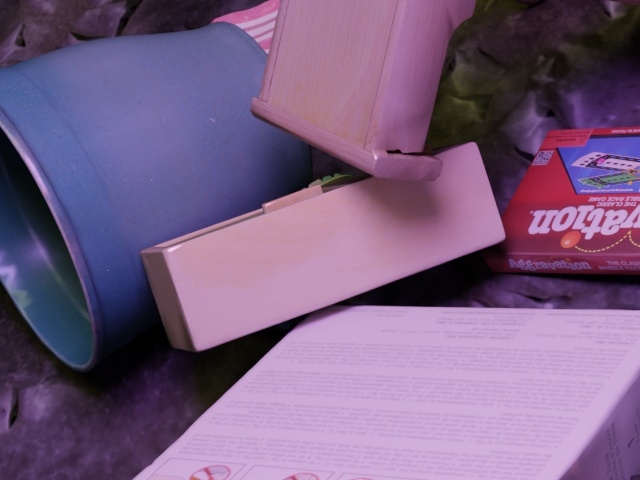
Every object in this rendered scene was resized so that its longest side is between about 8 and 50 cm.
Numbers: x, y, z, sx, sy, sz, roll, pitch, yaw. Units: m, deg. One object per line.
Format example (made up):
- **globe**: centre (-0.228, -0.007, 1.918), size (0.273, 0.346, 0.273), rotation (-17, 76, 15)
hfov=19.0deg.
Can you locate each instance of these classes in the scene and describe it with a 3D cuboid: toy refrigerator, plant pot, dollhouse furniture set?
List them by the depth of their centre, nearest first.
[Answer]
- **toy refrigerator**: centre (0.000, 0.000, 1.534), size (0.269, 0.094, 0.102), rotation (-19, 4, -15)
- **dollhouse furniture set**: centre (0.173, -0.187, 1.566), size (0.362, 0.394, 0.257), rotation (30, 111, 49)
- **plant pot**: centre (-0.158, -0.063, 1.675), size (0.255, 0.272, 0.271), rotation (-28, 36, -23)

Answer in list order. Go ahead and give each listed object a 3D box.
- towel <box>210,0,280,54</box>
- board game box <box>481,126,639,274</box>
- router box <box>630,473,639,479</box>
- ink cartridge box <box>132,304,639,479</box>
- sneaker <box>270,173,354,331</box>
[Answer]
- **towel**: centre (-0.040, -0.184, 1.895), size (0.144, 0.029, 0.197), rotation (-23, 40, 11)
- **board game box**: centre (0.272, -0.033, 1.514), size (0.281, 0.027, 0.145), rotation (0, 49, 42)
- **router box**: centre (0.310, 0.268, 1.157), size (0.242, 0.081, 0.309), rotation (-12, 43, 23)
- **ink cartridge box**: centre (0.048, 0.168, 1.320), size (0.308, 0.091, 0.385), rotation (1, 27, 32)
- **sneaker**: centre (-0.010, 0.015, 1.655), size (0.076, 0.065, 0.166), rotation (32, 72, 30)
